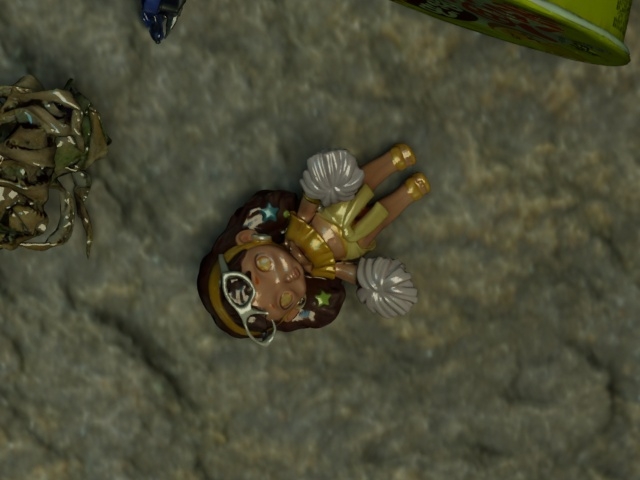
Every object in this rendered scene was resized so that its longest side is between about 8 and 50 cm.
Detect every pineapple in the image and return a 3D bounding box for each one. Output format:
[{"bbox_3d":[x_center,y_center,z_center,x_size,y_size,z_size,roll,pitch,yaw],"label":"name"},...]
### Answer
[{"bbox_3d":[-0.299,-0.035,1.597,0.271,0.262,0.262,-34,110,-14],"label":"pineapple"}]

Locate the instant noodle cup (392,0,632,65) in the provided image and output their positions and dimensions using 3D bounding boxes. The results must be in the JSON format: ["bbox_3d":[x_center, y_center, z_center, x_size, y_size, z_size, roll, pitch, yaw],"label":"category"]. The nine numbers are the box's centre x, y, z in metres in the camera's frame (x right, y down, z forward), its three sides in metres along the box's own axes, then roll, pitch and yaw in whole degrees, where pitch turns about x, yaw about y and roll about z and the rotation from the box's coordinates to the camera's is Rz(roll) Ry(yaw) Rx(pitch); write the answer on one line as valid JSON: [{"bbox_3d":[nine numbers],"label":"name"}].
[{"bbox_3d":[0.149,-0.300,1.574,0.311,0.311,0.222,19,90,-16],"label":"instant noodle cup"}]

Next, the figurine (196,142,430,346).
[{"bbox_3d":[-0.002,0.001,1.705,0.240,0.116,0.175,-33,112,-7],"label":"figurine"}]

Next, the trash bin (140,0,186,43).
[{"bbox_3d":[-0.205,-0.283,1.565,0.234,0.162,0.184,14,102,-10],"label":"trash bin"}]
